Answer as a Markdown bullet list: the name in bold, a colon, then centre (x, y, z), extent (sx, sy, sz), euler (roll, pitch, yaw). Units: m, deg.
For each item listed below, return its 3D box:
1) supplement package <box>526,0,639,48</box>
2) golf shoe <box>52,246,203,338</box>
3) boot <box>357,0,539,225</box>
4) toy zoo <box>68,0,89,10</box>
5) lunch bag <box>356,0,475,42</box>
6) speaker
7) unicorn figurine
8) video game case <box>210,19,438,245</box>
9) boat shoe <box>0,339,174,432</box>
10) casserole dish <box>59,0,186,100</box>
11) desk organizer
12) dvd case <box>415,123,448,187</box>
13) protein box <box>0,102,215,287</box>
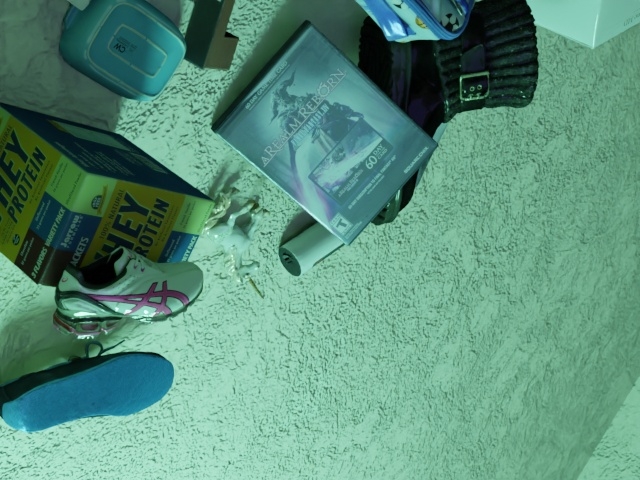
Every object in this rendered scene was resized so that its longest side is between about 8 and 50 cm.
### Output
- **supplement package**: centre (0.428, -0.483, 1.933), extent (0.177, 0.175, 0.293), euler (-31, 138, -33)
- **golf shoe**: centre (-0.200, 0.046, 1.343), extent (0.186, 0.067, 0.086), euler (-15, 129, -41)
- **boot**: centre (0.186, -0.192, 1.855), extent (0.260, 0.131, 0.348), euler (-11, 126, -26)
- **toy zoo**: centre (-0.247, -0.382, 1.331), extent (0.293, 0.030, 0.192), euler (-50, 145, -9)
- **lunch bag**: centre (0.098, -0.380, 1.487), extent (0.303, 0.115, 0.243), euler (36, 64, -48)
- **speaker**: centre (0.000, 0.000, 1.908), extent (0.136, 0.055, 0.055), euler (-34, 139, -29)
- **unicorn figurine**: centre (-0.118, -0.006, 1.767), extent (0.162, 0.060, 0.111), euler (35, 89, -39)
- **video game case**: centre (0.011, -0.143, 1.712), extent (0.196, 0.026, 0.274), euler (-48, 120, 3)
- **boat shoe**: centre (-0.315, 0.182, 1.652), extent (0.258, 0.089, 0.109), euler (-1, 104, -44)
- **casserole dish**: centre (-0.226, -0.230, 1.472), extent (0.114, 0.037, 0.188), euler (-58, 144, 1)
- **desk organizer**: centre (-0.126, -0.279, 1.544), extent (0.050, 0.047, 0.130), euler (-5, 121, -51)
- **dvd case**: centre (0.154, -0.195, 1.970), extent (0.164, 0.018, 0.221), euler (10, 109, -53)
- **protein box**: centre (-0.273, -0.044, 1.418), extent (0.201, 0.200, 0.136), euler (11, 109, -52)
